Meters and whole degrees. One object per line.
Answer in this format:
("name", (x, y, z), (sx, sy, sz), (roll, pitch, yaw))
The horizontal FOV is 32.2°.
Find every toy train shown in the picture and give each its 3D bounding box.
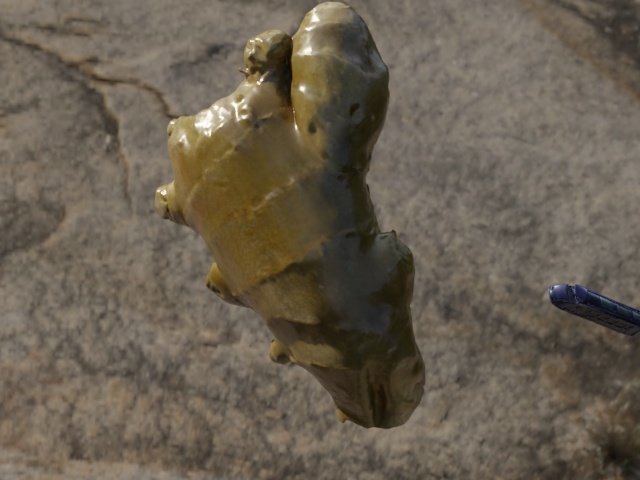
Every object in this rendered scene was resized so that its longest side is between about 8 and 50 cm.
("toy train", (0.186, 0.045, 0.748), (0.083, 0.017, 0.017), (21, 53, -33))

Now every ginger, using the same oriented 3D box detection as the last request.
("ginger", (-0.014, -0.004, 0.530), (0.115, 0.206, 0.081), (-12, 4, -14))
